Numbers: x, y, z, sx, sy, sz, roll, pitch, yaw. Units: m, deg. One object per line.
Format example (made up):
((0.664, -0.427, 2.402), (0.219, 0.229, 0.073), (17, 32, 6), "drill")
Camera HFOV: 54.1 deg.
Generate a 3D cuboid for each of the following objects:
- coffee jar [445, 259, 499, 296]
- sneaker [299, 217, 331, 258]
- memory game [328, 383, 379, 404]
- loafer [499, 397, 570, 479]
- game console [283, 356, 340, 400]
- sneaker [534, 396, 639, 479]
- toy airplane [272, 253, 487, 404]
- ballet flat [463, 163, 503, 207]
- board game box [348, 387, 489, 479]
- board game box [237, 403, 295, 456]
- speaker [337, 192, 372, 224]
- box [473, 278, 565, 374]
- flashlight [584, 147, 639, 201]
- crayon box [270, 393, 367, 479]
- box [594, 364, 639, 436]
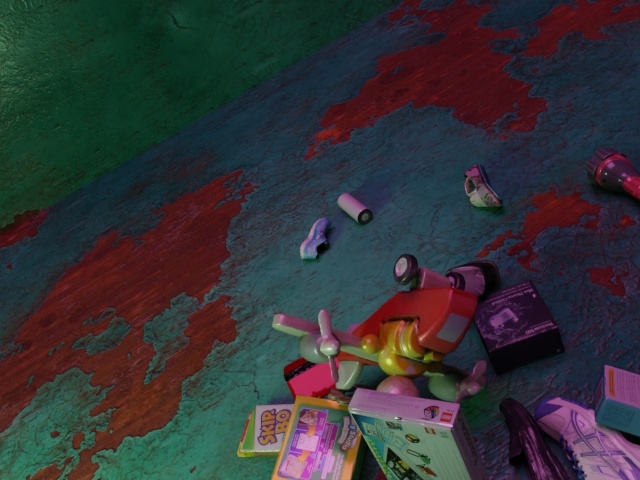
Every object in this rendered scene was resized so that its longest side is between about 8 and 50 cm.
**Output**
((0.367, 0.092, 1.495), (0.096, 0.079, 0.184), (-8, -1, 28), "coffee jar")
((0.000, 0.000, 1.938), (0.073, 0.063, 0.162), (16, 56, 21), "sneaker")
((0.107, 0.343, 1.378), (0.186, 0.186, 0.012), (5, 92, 37), "memory game")
((0.389, 0.396, 1.185), (0.078, 0.076, 0.223), (-20, 40, -2), "loafer")
((-0.012, 0.334, 1.568), (0.144, 0.085, 0.124), (-28, 5, -1), "game console")
((0.485, 0.391, 1.103), (0.131, 0.112, 0.296), (-41, 38, -16), "sneaker")
((0.132, 0.235, 1.257), (0.386, 0.384, 0.272), (-7, 53, 13), "toy airplane")
((0.461, -0.145, 1.805), (0.079, 0.077, 0.221), (-37, 28, 19), "ballet flat")
((0.189, 0.388, 1.129), (0.193, 0.305, 0.053), (1, 43, 33), "board game box")
((-0.074, 0.442, 1.462), (0.259, 0.039, 0.124), (-11, 40, 25), "board game box")
((0.108, -0.102, 1.980), (0.055, 0.055, 0.136), (-35, 37, -9), "speaker")
((0.431, 0.190, 1.393), (0.156, 0.093, 0.158), (-22, 38, 8), "box")
((0.784, -0.127, 1.541), (0.103, 0.103, 0.304), (-26, 36, 0), "flashlight")
((-0.002, 0.470, 1.297), (0.165, 0.081, 0.278), (5, 50, 18), "crayon box")
((0.607, 0.302, 1.079), (0.244, 0.060, 0.100), (16, 31, 15), "box")
